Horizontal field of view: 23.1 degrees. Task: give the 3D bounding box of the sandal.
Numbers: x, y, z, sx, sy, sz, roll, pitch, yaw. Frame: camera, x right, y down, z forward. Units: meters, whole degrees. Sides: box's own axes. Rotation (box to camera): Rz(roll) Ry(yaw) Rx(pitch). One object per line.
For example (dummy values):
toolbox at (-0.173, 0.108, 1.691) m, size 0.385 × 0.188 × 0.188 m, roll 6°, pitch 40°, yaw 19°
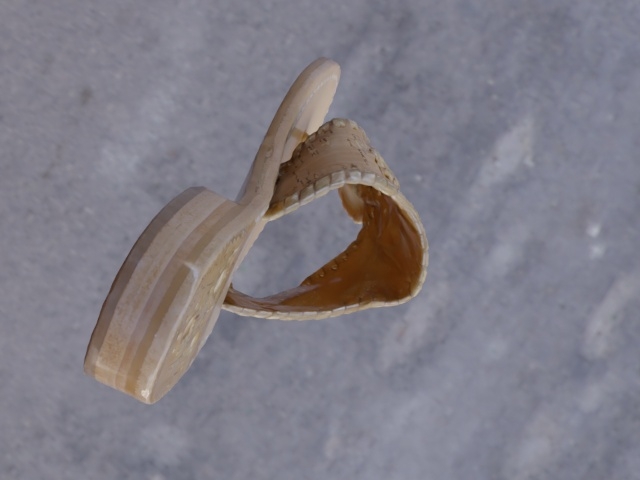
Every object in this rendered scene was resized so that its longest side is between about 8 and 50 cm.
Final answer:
sandal at (-0.002, 0.005, 0.560) m, size 0.088 × 0.079 × 0.240 m, roll -66°, pitch 174°, yaw 24°
